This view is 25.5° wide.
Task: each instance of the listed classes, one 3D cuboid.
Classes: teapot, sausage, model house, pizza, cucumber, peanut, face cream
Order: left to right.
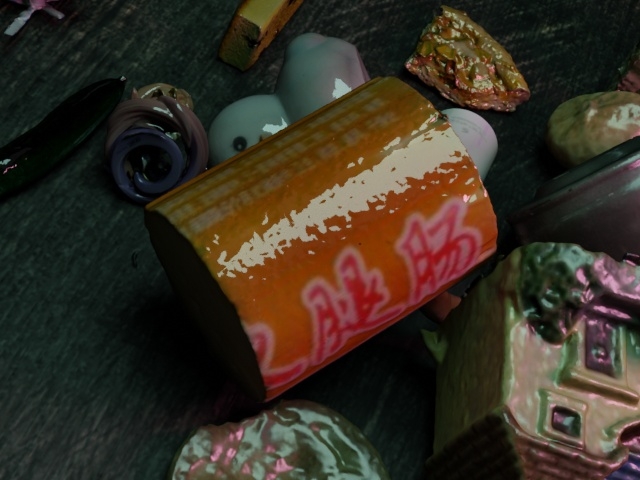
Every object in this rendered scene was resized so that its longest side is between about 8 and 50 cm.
[{"bbox_3d":[-0.307,-0.105,1.560,0.056,0.056,0.284,38,48,9],"label":"cucumber"},{"bbox_3d":[0.000,0.000,1.422,0.287,0.233,0.233,-29,65,-13],"label":"sausage"},{"bbox_3d":[0.116,-0.025,1.660,0.102,0.102,0.345,31,45,2],"label":"face cream"},{"bbox_3d":[0.183,-0.249,1.922,0.161,0.062,0.182,-12,59,-27],"label":"pizza"},{"bbox_3d":[0.158,0.080,1.584,0.177,0.047,0.040,21,65,-50],"label":"sausage"},{"bbox_3d":[0.276,0.187,1.433,0.321,0.261,0.266,18,56,-13],"label":"model house"},{"bbox_3d":[0.422,-0.117,1.868,0.253,0.137,0.122,23,46,-9],"label":"peanut"},{"bbox_3d":[0.388,0.002,1.715,0.239,0.239,0.321,63,27,0],"label":"teapot"}]

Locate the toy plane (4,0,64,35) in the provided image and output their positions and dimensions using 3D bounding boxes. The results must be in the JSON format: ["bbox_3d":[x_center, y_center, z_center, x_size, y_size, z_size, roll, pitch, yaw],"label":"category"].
[{"bbox_3d":[-0.396,-0.336,1.685,0.273,0.107,0.182,19,40,-4],"label":"toy plane"}]

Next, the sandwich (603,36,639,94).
[{"bbox_3d":[0.557,-0.234,1.903,0.262,0.325,0.131,28,55,-2],"label":"sandwich"}]

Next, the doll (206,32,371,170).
[{"bbox_3d":[-0.027,-0.120,1.639,0.221,0.221,0.251,24,19,-5],"label":"doll"}]

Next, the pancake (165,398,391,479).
[{"bbox_3d":[-0.038,0.256,1.376,0.222,0.042,0.236,44,49,9],"label":"pancake"}]

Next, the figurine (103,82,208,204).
[{"bbox_3d":[-0.188,-0.128,1.595,0.114,0.126,0.157,33,36,-38],"label":"figurine"}]

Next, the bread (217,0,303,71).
[{"bbox_3d":[-0.059,-0.310,1.838,0.049,0.088,0.226,30,46,3],"label":"bread"}]
